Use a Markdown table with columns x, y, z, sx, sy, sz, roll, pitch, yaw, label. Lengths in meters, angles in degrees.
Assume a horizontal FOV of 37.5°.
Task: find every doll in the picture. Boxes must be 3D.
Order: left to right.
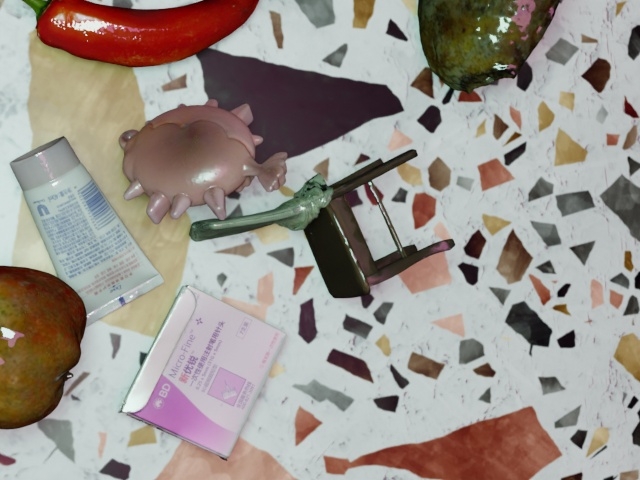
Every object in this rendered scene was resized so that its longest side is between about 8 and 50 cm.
| x | y | z | sx | sy | sz | roll | pitch | yaw | label |
| --- | --- | --- | --- | --- | --- | --- | --- | --- | --- |
| -0.163 | -0.112 | 1.262 | 0.262 | 0.093 | 0.211 | 9 | 55 | 19 | doll |

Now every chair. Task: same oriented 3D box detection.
| x | y | z | sx | sy | sz | roll | pitch | yaw | label |
| --- | --- | --- | --- | --- | --- | --- | --- | --- | --- |
| 0.000 | 0.000 | 1.326 | 0.319 | 0.160 | 0.186 | -24 | 94 | -19 | chair |

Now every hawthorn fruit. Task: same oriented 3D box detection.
| x | y | z | sx | sy | sz | roll | pitch | yaw | label |
| --- | --- | --- | --- | --- | --- | --- | --- | --- | --- |
| -0.422 | 0.116 | 1.169 | 0.248 | 0.208 | 0.208 | 27 | 81 | -15 | hawthorn fruit |

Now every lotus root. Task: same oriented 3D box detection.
| x | y | z | sx | sy | sz | roll | pitch | yaw | label |
| --- | --- | --- | --- | --- | --- | --- | --- | --- | --- |
| 0.249 | -0.392 | 1.408 | 0.142 | 0.210 | 0.314 | 24 | 68 | -27 | lotus root |

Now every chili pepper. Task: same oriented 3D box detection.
| x | y | z | sx | sy | sz | roll | pitch | yaw | label |
| --- | --- | --- | --- | --- | --- | --- | --- | --- | --- |
| -0.251 | -0.302 | 1.300 | 0.369 | 0.092 | 0.137 | -3 | 71 | -24 | chili pepper |

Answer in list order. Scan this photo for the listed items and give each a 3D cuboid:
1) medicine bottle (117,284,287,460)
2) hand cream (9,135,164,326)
| x | y | z | sx | sy | sz | roll | pitch | yaw | label |
| --- | --- | --- | --- | --- | --- | --- | --- | --- | --- |
| -0.165 | 0.185 | 1.326 | 0.171 | 0.052 | 0.201 | 29 | 79 | -14 | medicine bottle |
| -0.320 | -0.016 | 1.275 | 0.133 | 0.083 | 0.247 | -28 | 108 | -15 | hand cream |
